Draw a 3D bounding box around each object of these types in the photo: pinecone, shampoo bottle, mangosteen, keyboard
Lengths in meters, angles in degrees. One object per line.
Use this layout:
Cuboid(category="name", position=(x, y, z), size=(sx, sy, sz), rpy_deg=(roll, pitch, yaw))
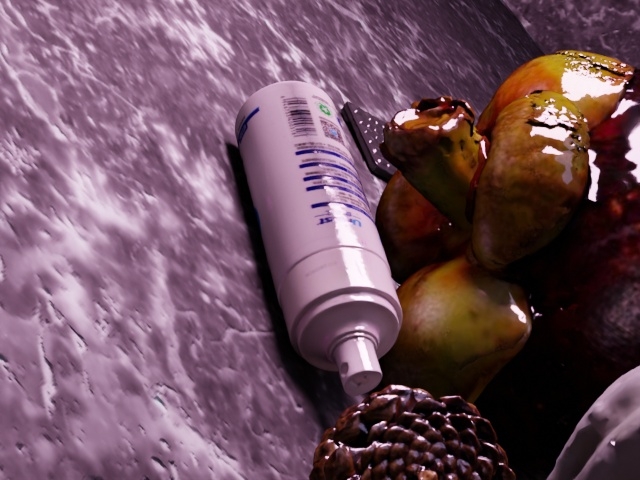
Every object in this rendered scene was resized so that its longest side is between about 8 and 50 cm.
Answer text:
Cuboid(category="pinecone", position=(0.057, 0.163, 0.950), size=(0.140, 0.140, 0.121), rpy_deg=(50, -13, -6))
Cuboid(category="shampoo bottle", position=(0.000, 0.000, 1.147), size=(0.092, 0.092, 0.303), rpy_deg=(35, 27, -39))
Cuboid(category="mangosteen", position=(0.247, 0.034, 1.224), size=(0.421, 0.381, 0.381), rpy_deg=(16, 39, -42))
Cuboid(category="keyboard", position=(0.126, -0.072, 1.648), size=(0.309, 0.018, 0.101), rpy_deg=(25, 34, -51))

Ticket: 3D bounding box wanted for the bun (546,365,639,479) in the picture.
Cuboid(category="bun", position=(0.204, 0.227, 0.850), size=(0.194, 0.354, 0.354), rpy_deg=(7, 28, -1))
